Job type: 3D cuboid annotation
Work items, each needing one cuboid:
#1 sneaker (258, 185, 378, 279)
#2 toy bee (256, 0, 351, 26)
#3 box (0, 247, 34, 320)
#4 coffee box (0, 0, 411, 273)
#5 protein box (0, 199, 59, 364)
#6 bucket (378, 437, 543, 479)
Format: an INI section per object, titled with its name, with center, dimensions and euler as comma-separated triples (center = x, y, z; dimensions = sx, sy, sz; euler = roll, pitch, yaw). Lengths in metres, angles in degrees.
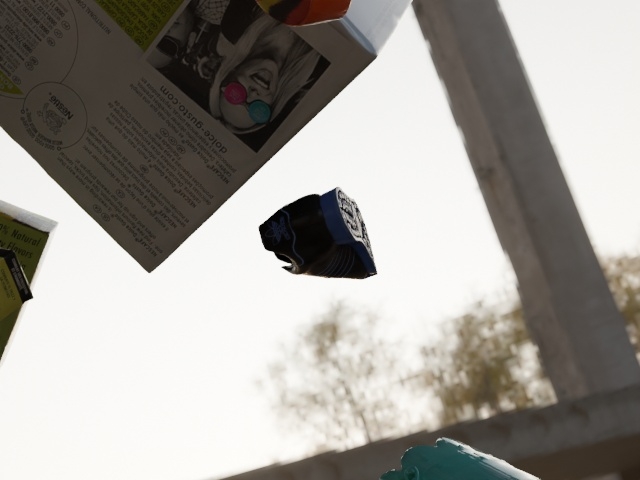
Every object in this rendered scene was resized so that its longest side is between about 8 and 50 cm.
[sneaker]
center = 0.000, 0.000, 1.396
dimensions = 0.090, 0.081, 0.232
euler = -17, -16, 7
[toy bee]
center = 0.004, -0.307, 0.906
dimensions = 0.298, 0.162, 0.195
euler = -56, -23, 10
[box]
center = -0.368, 0.084, 1.167
dimensions = 0.087, 0.058, 0.232
euler = 10, 38, 40
[coffee box]
center = -0.147, -0.236, 1.400
dimensions = 0.334, 0.338, 0.338
euler = -43, 7, 22
[protein box]
center = -0.460, 0.041, 1.666
dimensions = 0.199, 0.201, 0.136
euler = 22, 5, -8
[bucket]
center = 0.192, 0.389, 1.595
dimensions = 0.281, 0.281, 0.183
euler = 0, 8, -37
